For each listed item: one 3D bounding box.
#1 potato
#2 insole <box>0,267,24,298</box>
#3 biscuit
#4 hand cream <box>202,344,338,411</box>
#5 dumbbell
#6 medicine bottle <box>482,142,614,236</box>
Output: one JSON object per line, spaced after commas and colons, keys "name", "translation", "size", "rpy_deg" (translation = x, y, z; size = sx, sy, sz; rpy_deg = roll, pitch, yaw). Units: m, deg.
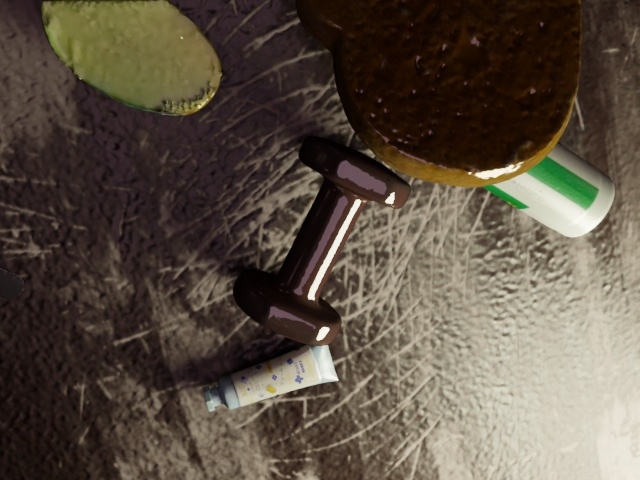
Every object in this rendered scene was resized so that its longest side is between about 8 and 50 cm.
{"name": "potato", "translation": [-0.204, -0.209, 0.709], "size": [0.198, 0.054, 0.119], "rpy_deg": [13, 102, -7]}
{"name": "insole", "translation": [-0.417, 0.030, 0.759], "size": [0.135, 0.002, 0.045], "rpy_deg": [28, 99, -14]}
{"name": "biscuit", "translation": [0.128, -0.241, 0.697], "size": [0.314, 0.063, 0.367], "rpy_deg": [4, 82, -6]}
{"name": "hand cream", "translation": [-0.066, 0.178, 0.828], "size": [0.171, 0.043, 0.065], "rpy_deg": [-17, 102, -6]}
{"name": "dumbbell", "translation": [0.000, 0.000, 0.752], "size": [0.140, 0.124, 0.225], "rpy_deg": [26, 99, -14]}
{"name": "medicine bottle", "translation": [0.229, -0.100, 0.778], "size": [0.260, 0.095, 0.095], "rpy_deg": [29, 98, -16]}
